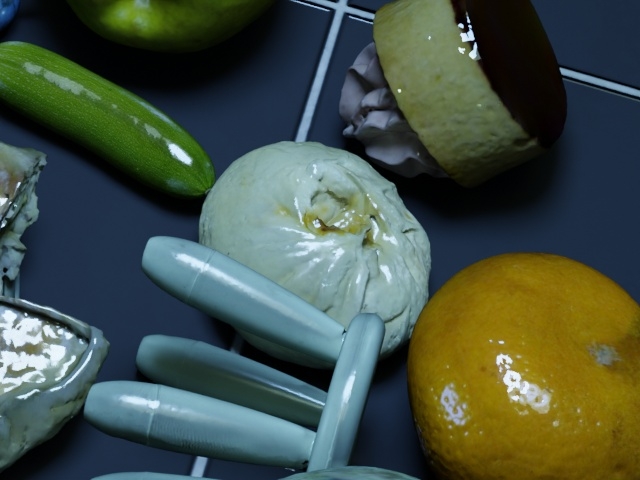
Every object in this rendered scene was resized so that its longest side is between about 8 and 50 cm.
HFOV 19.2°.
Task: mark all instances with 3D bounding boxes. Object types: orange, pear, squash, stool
[{"bbox_3d":[0.176,0.126,1.514,0.240,0.171,0.240,11,52,-14],"label":"orange"},{"bbox_3d":[-0.134,-0.310,1.717,0.253,0.253,0.307,8,41,-6],"label":"pear"},{"bbox_3d":[-0.200,-0.112,1.671,0.258,0.069,0.069,30,54,9],"label":"squash"},{"bbox_3d":[-0.065,0.125,1.450,0.199,0.195,0.195,17,53,2],"label":"stool"}]

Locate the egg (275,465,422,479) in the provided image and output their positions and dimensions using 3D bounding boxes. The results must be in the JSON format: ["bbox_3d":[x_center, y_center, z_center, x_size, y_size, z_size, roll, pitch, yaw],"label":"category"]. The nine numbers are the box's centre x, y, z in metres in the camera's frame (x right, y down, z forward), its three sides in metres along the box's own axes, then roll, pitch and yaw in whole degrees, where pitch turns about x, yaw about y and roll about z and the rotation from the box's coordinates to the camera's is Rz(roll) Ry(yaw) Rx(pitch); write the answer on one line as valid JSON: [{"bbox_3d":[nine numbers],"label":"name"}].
[{"bbox_3d":[-0.002,0.341,1.213,0.345,0.345,0.428,25,55,6],"label":"egg"}]

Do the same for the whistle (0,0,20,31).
[{"bbox_3d":[-0.331,-0.221,1.711,0.158,0.090,0.090,-7,57,-17],"label":"whistle"}]

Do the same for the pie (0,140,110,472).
[{"bbox_3d":[-0.335,0.048,1.484,0.338,0.075,0.337,4,59,-6],"label":"pie"}]

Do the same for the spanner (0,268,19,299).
[{"bbox_3d":[-0.303,-0.022,1.601,0.096,0.040,0.325,-3,57,-13],"label":"spanner"}]

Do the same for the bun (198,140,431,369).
[{"bbox_3d":[0.000,0.000,1.595,0.222,0.127,0.222,6,51,-7],"label":"bun"}]

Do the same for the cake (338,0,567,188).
[{"bbox_3d":[0.105,-0.135,1.704,0.185,0.178,0.207,55,33,-21],"label":"cake"}]
